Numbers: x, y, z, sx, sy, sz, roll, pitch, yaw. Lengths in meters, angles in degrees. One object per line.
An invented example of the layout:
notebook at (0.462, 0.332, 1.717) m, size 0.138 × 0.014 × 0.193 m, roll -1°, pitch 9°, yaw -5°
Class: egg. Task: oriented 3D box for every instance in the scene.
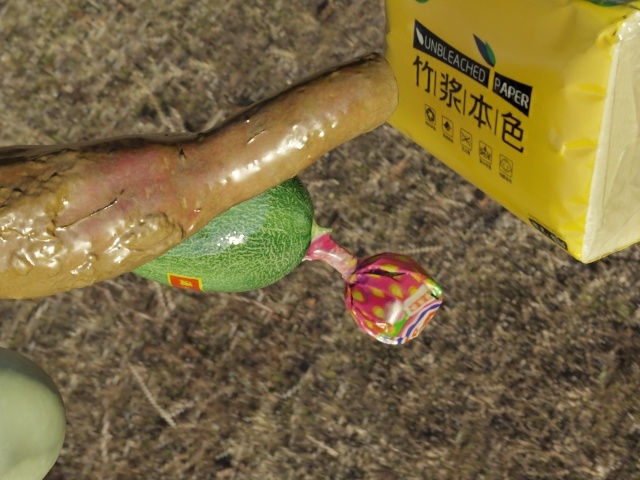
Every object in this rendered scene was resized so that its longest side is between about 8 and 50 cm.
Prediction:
egg at (-0.541, 0.270, 1.473) m, size 0.352 × 0.258 × 0.259 m, roll -9°, pitch 57°, yaw -12°

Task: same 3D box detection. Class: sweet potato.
sweet potato at (-0.126, -0.033, 0.707) m, size 0.385 × 0.109 × 0.109 m, roll -16°, pitch 55°, yaw -9°

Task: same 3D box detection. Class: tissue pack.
tissue pack at (0.252, -0.204, 1.184) m, size 0.228 × 0.293 × 0.382 m, roll -20°, pitch 40°, yaw -24°

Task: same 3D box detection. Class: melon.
melon at (-0.129, -0.030, 1.186) m, size 0.287 × 0.182 × 0.182 m, roll 11°, pitch 73°, yaw 7°

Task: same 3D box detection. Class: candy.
candy at (0.000, 0.000, 1.389) m, size 0.124 × 0.365 × 0.124 m, roll -51°, pitch 6°, yaw 7°
